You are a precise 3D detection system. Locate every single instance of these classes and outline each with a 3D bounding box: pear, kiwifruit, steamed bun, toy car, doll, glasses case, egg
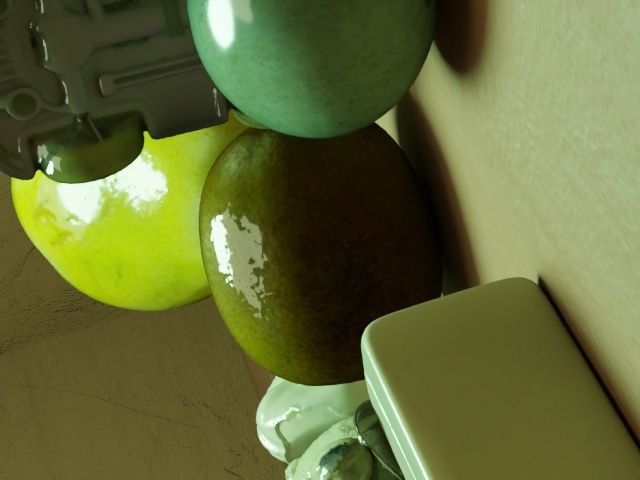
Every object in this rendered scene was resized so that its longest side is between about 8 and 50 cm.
[{"bbox_3d":[-0.203,-0.090,2.095,0.418,0.362,0.362,14,126,49],"label":"pear"},{"bbox_3d":[0.000,0.000,1.394,0.196,0.196,0.234,-131,29,-72],"label":"kiwifruit"},{"bbox_3d":[0.023,0.162,1.728,0.183,0.183,0.106,86,174,-62],"label":"steamed bun"},{"bbox_3d":[-0.134,-0.207,1.334,0.226,0.336,0.242,-117,11,-61],"label":"toy car"},{"bbox_3d":[0.050,0.218,1.531,0.278,0.175,0.149,80,-176,-74],"label":"doll"},{"bbox_3d":[0.132,0.158,1.038,0.313,0.131,0.070,-116,12,-45],"label":"glasses case"},{"bbox_3d":[-0.005,-0.162,1.130,0.236,0.169,0.169,89,161,-58],"label":"egg"}]

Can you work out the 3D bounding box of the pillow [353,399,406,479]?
[{"bbox_3d":[0.095,0.146,1.221,0.130,0.038,0.232,43,-162,6],"label":"pillow"}]
